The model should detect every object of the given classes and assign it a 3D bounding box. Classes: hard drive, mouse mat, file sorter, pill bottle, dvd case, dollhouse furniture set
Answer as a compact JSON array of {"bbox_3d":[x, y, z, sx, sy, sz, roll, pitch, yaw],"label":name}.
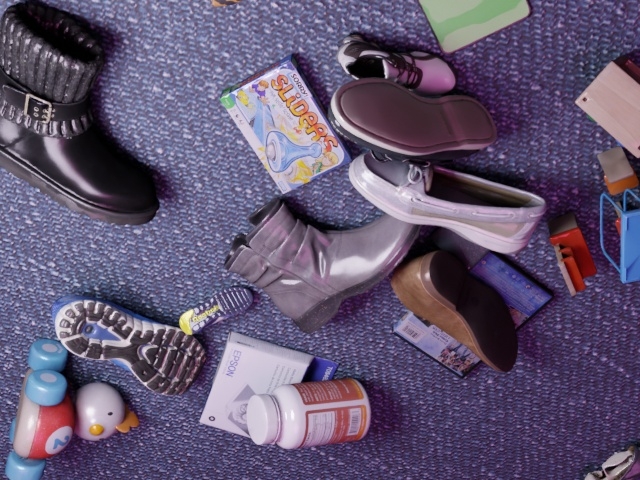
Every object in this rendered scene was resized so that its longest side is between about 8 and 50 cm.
[{"bbox_3d":[0.266,-0.021,1.627,0.094,0.022,0.135,40,116,-3],"label":"hard drive"},{"bbox_3d":[0.218,-0.389,1.422,0.152,0.007,0.190,-23,119,16],"label":"mouse mat"},{"bbox_3d":[0.529,-0.023,1.452,0.170,0.104,0.118,-11,117,-3],"label":"file sorter"},{"bbox_3d":[-0.023,0.327,1.771,0.216,0.121,0.121,0,126,-28],"label":"pill bottle"},{"bbox_3d":[0.280,0.134,1.737,0.180,0.022,0.253,34,117,-18],"label":"dvd case"},{"bbox_3d":[0.521,-0.011,1.566,0.259,0.135,0.262,-22,118,16],"label":"dollhouse furniture set"}]

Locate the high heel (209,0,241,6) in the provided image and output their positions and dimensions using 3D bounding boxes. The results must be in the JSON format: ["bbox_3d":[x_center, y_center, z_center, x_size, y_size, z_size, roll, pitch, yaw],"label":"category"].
[{"bbox_3d":[-0.168,-0.462,1.341,0.261,0.093,0.186,36,111,-28],"label":"high heel"}]

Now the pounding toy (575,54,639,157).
[{"bbox_3d":[0.508,-0.182,1.447,0.206,0.181,0.094,44,118,8],"label":"pounding toy"}]

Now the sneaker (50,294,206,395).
[{"bbox_3d":[-0.355,0.179,1.750,0.330,0.147,0.130,34,86,-35],"label":"sneaker"}]

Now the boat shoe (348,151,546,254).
[{"bbox_3d":[0.205,-0.080,1.531,0.320,0.118,0.103,23,131,1],"label":"boat shoe"}]

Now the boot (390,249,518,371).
[{"bbox_3d":[0.245,0.129,1.684,0.115,0.112,0.305,-13,131,46],"label":"boot"}]

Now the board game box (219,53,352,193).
[{"bbox_3d":[-0.054,-0.188,1.545,0.136,0.035,0.201,-25,117,18],"label":"board game box"}]

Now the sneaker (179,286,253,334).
[{"bbox_3d":[-0.191,0.126,1.743,0.144,0.059,0.053,-24,86,2],"label":"sneaker"}]

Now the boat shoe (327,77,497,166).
[{"bbox_3d":[0.124,-0.167,1.437,0.113,0.340,0.127,-34,72,43],"label":"boat shoe"}]

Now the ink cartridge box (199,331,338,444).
[{"bbox_3d":[-0.103,0.301,1.847,0.224,0.045,0.223,16,121,-8],"label":"ink cartridge box"}]

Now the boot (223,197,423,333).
[{"bbox_3d":[0.000,0.000,1.619,0.222,0.118,0.338,41,111,-15],"label":"boot"}]

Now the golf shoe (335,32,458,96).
[{"bbox_3d":[0.119,-0.256,1.461,0.198,0.094,0.077,12,121,-6],"label":"golf shoe"}]

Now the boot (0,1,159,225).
[{"bbox_3d":[-0.379,-0.193,1.503,0.348,0.131,0.260,27,119,-13],"label":"boot"}]

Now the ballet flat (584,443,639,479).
[{"bbox_3d":[0.584,0.483,1.912,0.074,0.074,0.203,38,110,-19],"label":"ballet flat"}]

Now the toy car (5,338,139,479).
[{"bbox_3d":[-0.463,0.339,1.814,0.238,0.210,0.219,12,111,-19],"label":"toy car"}]
